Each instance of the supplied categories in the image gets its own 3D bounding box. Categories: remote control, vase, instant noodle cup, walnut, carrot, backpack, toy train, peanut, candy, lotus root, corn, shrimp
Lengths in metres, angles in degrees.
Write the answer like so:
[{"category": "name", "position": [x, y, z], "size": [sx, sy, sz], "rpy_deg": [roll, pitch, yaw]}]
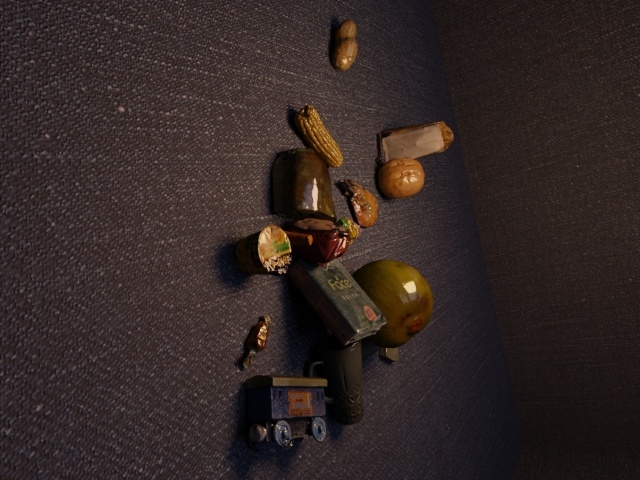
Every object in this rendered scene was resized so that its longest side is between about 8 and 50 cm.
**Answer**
[{"category": "remote control", "position": [0.303, 0.386, 2.036], "size": [0.123, 0.038, 0.286], "rpy_deg": [33, 53, -48]}, {"category": "vase", "position": [0.070, 0.478, 1.587], "size": [0.250, 0.156, 0.301], "rpy_deg": [-13, 98, -29]}, {"category": "instant noodle cup", "position": [-0.175, 0.039, 1.362], "size": [0.151, 0.122, 0.152], "rpy_deg": [26, 59, -52]}, {"category": "walnut", "position": [0.386, -0.296, 2.189], "size": [0.195, 0.221, 0.196], "rpy_deg": [-8, 90, -83]}, {"category": "carrot", "position": [-0.102, -0.006, 1.448], "size": [0.055, 0.161, 0.055], "rpy_deg": [6, 90, -71]}, {"category": "backpack", "position": [0.000, -0.003, 1.548], "size": [0.229, 0.229, 0.139], "rpy_deg": [-11, 110, -56]}, {"category": "toy train", "position": [-0.095, 0.499, 1.349], "size": [0.299, 0.131, 0.202], "rpy_deg": [23, 54, -51]}, {"category": "peanut", "position": [0.110, -0.876, 2.054], "size": [0.101, 0.117, 0.263], "rpy_deg": [56, 33, -61]}, {"category": "candy", "position": [-0.181, 0.289, 1.346], "size": [0.053, 0.046, 0.182], "rpy_deg": [57, 37, -31]}, {"category": "lotus root", "position": [-0.035, -0.203, 1.618], "size": [0.267, 0.149, 0.261], "rpy_deg": [17, 68, -56]}, {"category": "corn", "position": [-0.001, -0.390, 1.766], "size": [0.292, 0.101, 0.101], "rpy_deg": [48, 44, -42]}, {"category": "shrimp", "position": [0.165, -0.159, 1.968], "size": [0.317, 0.062, 0.164], "rpy_deg": [35, 56, -49]}]

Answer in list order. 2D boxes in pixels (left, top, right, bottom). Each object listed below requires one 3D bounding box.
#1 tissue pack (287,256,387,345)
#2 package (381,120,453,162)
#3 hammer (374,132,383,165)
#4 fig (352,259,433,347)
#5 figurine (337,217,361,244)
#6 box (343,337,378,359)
[{"category": "tissue pack", "position": [0.056, 0.194, 1.544], "size": [0.316, 0.103, 0.228], "rpy_deg": [50, 24, 22]}, {"category": "package", "position": [0.475, -0.509, 2.293], "size": [0.221, 0.311, 0.165], "rpy_deg": [-47, 122, -49]}, {"category": "hammer", "position": [0.289, -0.455, 2.268], "size": [0.065, 0.021, 0.179], "rpy_deg": [21, 63, -50]}, {"category": "fig", "position": [0.245, 0.225, 1.752], "size": [0.343, 0.343, 0.344], "rpy_deg": [21, 63, -51]}, {"category": "figurine", "position": [0.103, -0.030, 1.820], "size": [0.156, 0.094, 0.115], "rpy_deg": [15, 89, -72]}, {"category": "box", "position": [0.140, 0.411, 1.769], "size": [0.243, 0.055, 0.103], "rpy_deg": [-7, 86, -56]}]
